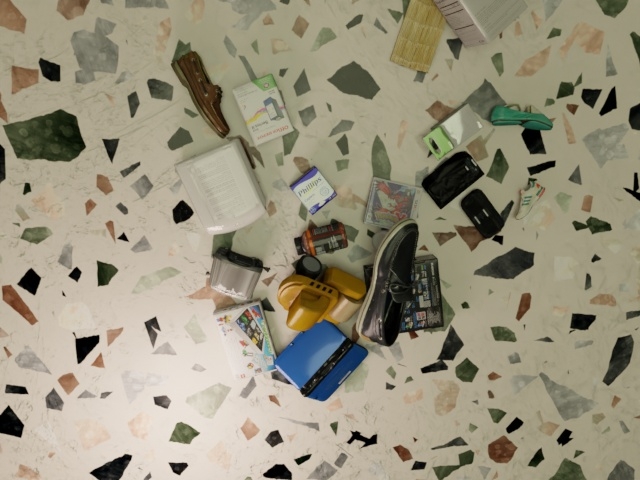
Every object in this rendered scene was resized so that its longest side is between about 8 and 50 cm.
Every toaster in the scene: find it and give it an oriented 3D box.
[{"bbox_3d":[-0.317,0.130,1.818,0.226,0.129,0.147,19,105,-10],"label":"toaster"}]

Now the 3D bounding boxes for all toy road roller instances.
[{"bbox_3d":[-0.003,0.234,1.781,0.329,0.241,0.202,24,129,-13],"label":"toy road roller"}]

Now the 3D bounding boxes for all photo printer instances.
[{"bbox_3d":[-0.353,-0.185,1.749,0.256,0.107,0.308,-23,104,2],"label":"photo printer"}]

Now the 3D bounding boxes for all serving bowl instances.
[{"bbox_3d":[0.238,0.001,1.856,0.083,0.027,0.083,-1,105,-3],"label":"serving bowl"}]

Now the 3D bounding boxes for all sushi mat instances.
[{"bbox_3d":[0.370,-0.775,1.709,0.151,0.019,0.317,17,102,-9],"label":"sushi mat"}]

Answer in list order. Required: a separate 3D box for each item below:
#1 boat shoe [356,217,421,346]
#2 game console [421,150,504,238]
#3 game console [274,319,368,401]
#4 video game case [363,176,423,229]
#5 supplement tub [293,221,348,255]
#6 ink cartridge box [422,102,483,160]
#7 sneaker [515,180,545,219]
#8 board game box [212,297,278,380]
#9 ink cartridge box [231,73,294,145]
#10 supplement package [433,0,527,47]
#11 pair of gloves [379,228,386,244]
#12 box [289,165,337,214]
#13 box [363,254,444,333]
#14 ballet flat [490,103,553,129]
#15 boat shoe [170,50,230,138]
[{"bbox_3d":[0.276,0.163,1.752,0.186,0.156,0.500,3,109,-44],"label":"boat shoe"},{"bbox_3d":[0.576,-0.154,1.859,0.213,0.044,0.361,-39,102,7],"label":"game console"},{"bbox_3d":[0.007,0.481,1.949,0.293,0.173,0.250,-48,140,3],"label":"game console"},{"bbox_3d":[0.279,-0.134,1.835,0.201,0.023,0.184,12,91,-7],"label":"video game case"},{"bbox_3d":[0.000,0.000,1.819,0.197,0.106,0.106,-14,104,-1],"label":"supplement tub"},{"bbox_3d":[0.487,-0.404,1.782,0.209,0.062,0.109,-37,103,5],"label":"ink cartridge box"},{"bbox_3d":[0.803,-0.160,1.874,0.075,0.057,0.161,37,100,6],"label":"sneaker"},{"bbox_3d":[-0.294,0.400,1.917,0.192,0.053,0.305,-14,104,-2],"label":"board game box"},{"bbox_3d":[-0.202,-0.463,1.703,0.154,0.093,0.212,-21,106,0],"label":"ink cartridge box"},{"bbox_3d":[0.513,-0.833,1.610,0.177,0.175,0.293,-43,110,4],"label":"supplement package"},{"bbox_3d":[0.300,-0.036,1.876,0.159,0.023,0.198,-10,104,-2],"label":"pair of gloves"},{"bbox_3d":[-0.028,-0.188,1.790,0.126,0.072,0.137,-39,102,5],"label":"box"},{"bbox_3d":[0.334,0.223,1.913,0.293,0.073,0.296,-9,102,0],"label":"box"},{"bbox_3d":[0.758,-0.467,1.782,0.247,0.083,0.087,4,89,-7],"label":"ballet flat"},{"bbox_3d":[-0.395,-0.510,1.668,0.104,0.111,0.307,-31,104,4],"label":"boat shoe"}]
